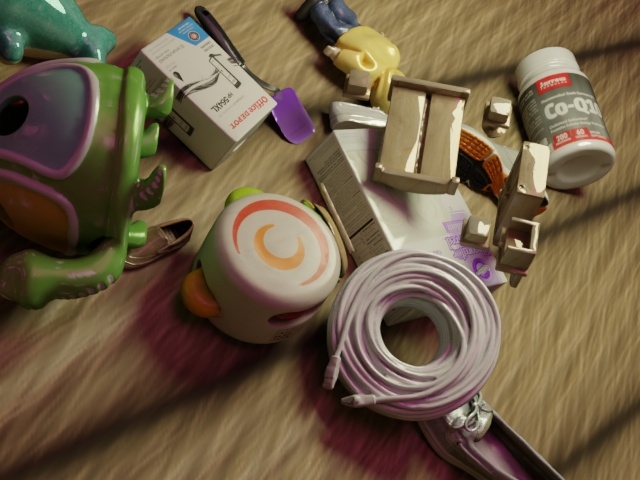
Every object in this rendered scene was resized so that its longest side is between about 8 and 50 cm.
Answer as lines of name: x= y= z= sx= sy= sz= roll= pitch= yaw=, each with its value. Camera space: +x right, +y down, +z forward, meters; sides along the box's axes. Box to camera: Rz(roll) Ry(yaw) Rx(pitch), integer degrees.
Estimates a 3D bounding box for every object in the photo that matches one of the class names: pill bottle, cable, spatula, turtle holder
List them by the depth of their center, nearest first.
turtle holder: x=-0.324 y=-0.077 z=1.285 sx=0.228 sy=0.243 sz=0.320 roll=8 pitch=92 yaw=-15
cable: x=0.137 y=0.142 z=1.493 sx=0.257 sy=0.089 sz=0.257 roll=10 pitch=70 yaw=-3
spatula: x=-0.119 y=-0.290 z=1.729 sx=0.296 sy=0.030 sz=0.084 roll=47 pitch=44 yaw=-1
pill bottle: x=0.515 y=-0.266 z=2.141 sx=0.161 sy=0.161 sz=0.283 roll=13 pitch=53 yaw=-33

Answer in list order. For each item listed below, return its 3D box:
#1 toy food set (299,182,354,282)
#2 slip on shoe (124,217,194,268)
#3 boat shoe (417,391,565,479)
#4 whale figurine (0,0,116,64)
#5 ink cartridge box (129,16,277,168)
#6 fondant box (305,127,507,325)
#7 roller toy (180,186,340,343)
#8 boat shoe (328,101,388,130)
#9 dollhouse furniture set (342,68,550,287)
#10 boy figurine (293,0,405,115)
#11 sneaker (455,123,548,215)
toy food set: x=0.000 y=0.000 z=1.528 sx=0.039 sy=0.192 sz=0.132 roll=-22 pitch=75 yaw=-12
slip on shoe: x=-0.233 y=0.001 z=1.410 sx=0.135 sy=0.041 sz=0.051 roll=-18 pitch=73 yaw=-46
boat shoe: x=0.267 y=0.317 z=1.544 sx=0.320 sy=0.103 sz=0.118 roll=49 pitch=42 yaw=1
whale figurine: x=-0.412 y=-0.342 z=1.442 sx=0.272 sy=0.141 sz=0.216 roll=29 pitch=45 yaw=-22
ink cartridge box: x=-0.190 y=-0.234 z=1.588 sx=0.203 sy=0.086 sz=0.148 roll=43 pitch=42 yaw=-5
fondant box: x=0.148 y=-0.035 z=1.714 sx=0.238 sy=0.096 sz=0.330 roll=-9 pitch=67 yaw=-43
roller toy: x=-0.082 y=0.045 z=1.425 sx=0.191 sy=0.146 sz=0.209 roll=28 pitch=49 yaw=-7
boat shoe: x=0.094 y=-0.218 z=1.836 sx=0.184 sy=0.066 sz=0.063 roll=2 pitch=59 yaw=-27
dollhouse furniture set: x=0.185 y=-0.093 z=1.691 sx=0.356 sy=0.173 sz=0.303 roll=12 pitch=60 yaw=2
boy figurine: x=0.083 y=-0.354 z=1.901 sx=0.285 sy=0.092 sz=0.177 roll=51 pitch=42 yaw=3
sneaker: x=0.340 y=-0.153 z=1.976 sx=0.262 sy=0.099 sz=0.121 roll=37 pitch=35 yaw=-23
